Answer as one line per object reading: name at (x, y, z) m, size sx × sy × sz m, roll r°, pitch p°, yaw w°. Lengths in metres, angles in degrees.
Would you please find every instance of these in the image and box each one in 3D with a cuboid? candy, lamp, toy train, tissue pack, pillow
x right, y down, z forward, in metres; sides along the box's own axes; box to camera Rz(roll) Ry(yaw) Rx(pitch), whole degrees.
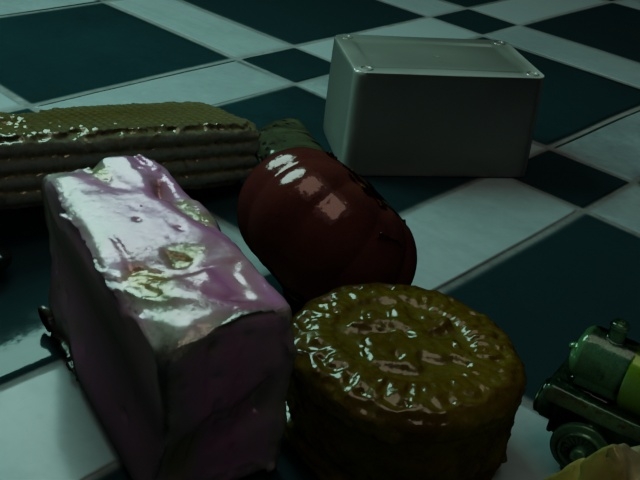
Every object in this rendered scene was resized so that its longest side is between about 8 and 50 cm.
candy at (-0.128, 0.056, 0.698) m, size 0.115 × 0.156 × 0.265 m, roll -8°, pitch 33°, yaw -30°
lamp at (0.000, 0.000, 0.831) m, size 0.182 × 0.140 × 0.182 m, roll 44°, pitch 4°, yaw -4°
toy train at (0.258, 0.131, 0.663) m, size 0.200 × 0.132 × 0.083 m, roll 23°, pitch 32°, yaw 23°
tissue pack at (0.140, -0.176, 1.179) m, size 0.246 × 0.136 × 0.159 m, roll 1°, pitch 30°, yaw -11°
pillow at (-0.035, -0.094, 1.084) m, size 0.093 × 0.051 × 0.241 m, roll 1°, pitch 30°, yaw -20°

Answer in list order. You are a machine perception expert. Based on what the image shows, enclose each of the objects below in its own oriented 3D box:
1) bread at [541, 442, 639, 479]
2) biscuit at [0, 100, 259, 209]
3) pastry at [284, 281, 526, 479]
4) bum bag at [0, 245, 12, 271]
bread at (0.189, 0.228, 0.515) m, size 0.183 × 0.224 × 0.211 m, roll -7°, pitch 66°, yaw -34°
biscuit at (-0.273, -0.093, 0.961) m, size 0.426 × 0.079 × 0.144 m, roll -9°, pitch 25°, yaw -39°
pastry at (0.057, 0.110, 0.690) m, size 0.188 × 0.103 × 0.189 m, roll 5°, pitch 29°, yaw -3°
bum bag at (-0.376, 0.041, 0.773) m, size 0.123 × 0.060 × 0.248 m, roll 14°, pitch 29°, yaw 16°
